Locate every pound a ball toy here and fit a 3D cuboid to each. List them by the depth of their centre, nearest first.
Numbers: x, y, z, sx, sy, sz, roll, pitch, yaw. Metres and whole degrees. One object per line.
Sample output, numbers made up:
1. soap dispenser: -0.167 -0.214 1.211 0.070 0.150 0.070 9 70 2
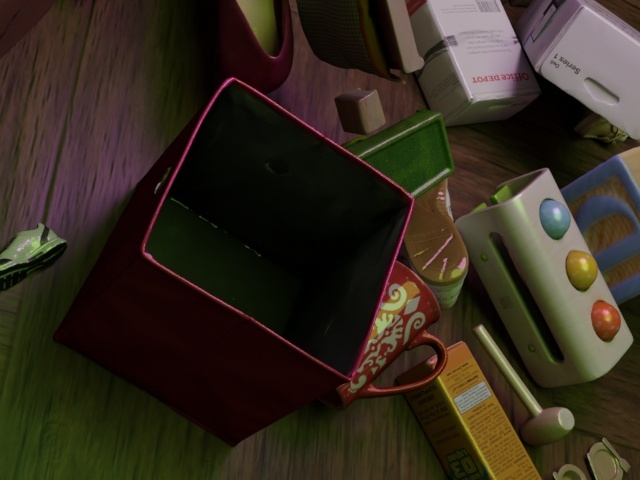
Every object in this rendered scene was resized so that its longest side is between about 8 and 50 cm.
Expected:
1. pound a ball toy: 0.305 0.088 1.532 0.208 0.135 0.319 -36 101 -43

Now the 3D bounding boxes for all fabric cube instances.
1. fabric cube: -0.095 0.030 1.250 0.259 0.258 0.254 33 54 -16

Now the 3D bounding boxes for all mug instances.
1. mug: 0.063 0.123 1.371 0.150 0.113 0.169 31 62 31

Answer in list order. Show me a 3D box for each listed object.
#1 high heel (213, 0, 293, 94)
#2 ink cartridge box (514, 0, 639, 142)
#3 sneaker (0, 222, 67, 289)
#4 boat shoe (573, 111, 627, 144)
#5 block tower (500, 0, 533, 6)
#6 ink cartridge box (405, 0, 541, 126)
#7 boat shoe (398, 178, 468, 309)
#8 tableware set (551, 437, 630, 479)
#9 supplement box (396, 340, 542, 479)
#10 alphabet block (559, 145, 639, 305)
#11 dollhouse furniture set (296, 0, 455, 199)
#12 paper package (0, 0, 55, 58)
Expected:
1. high heel: -0.078 -0.363 1.459 0.127 0.181 0.377 0 80 -22
2. ink cartridge box: 0.417 -0.281 1.718 0.201 0.117 0.278 32 20 -10
3. sneaker: -0.332 0.017 1.248 0.044 0.040 0.109 44 45 15
4. boat shoe: 0.484 -0.188 1.867 0.170 0.063 0.059 -16 70 -38
5. block tower: 0.329 -0.448 1.880 0.335 0.091 0.097 -1 68 -34
6. ink cartridge box: 0.217 -0.289 1.725 0.158 0.092 0.218 -11 71 -37
7. boat shoe: 0.131 -0.025 1.539 0.098 0.096 0.277 -8 49 -3
8. tableware set: 0.384 0.356 1.552 0.168 0.020 0.141 -21 79 -38
9. supplement box: 0.194 0.252 1.443 0.080 0.078 0.233 -25 81 -39
10. alphabet block: 0.481 -0.029 1.703 0.197 0.192 0.193 -19 80 -39
11. dollhouse furniture set: 0.020 -0.194 1.410 0.151 0.197 0.302 -31 118 -28
12. paper package: -0.368 -0.309 1.202 0.168 0.325 0.309 40 50 -11
